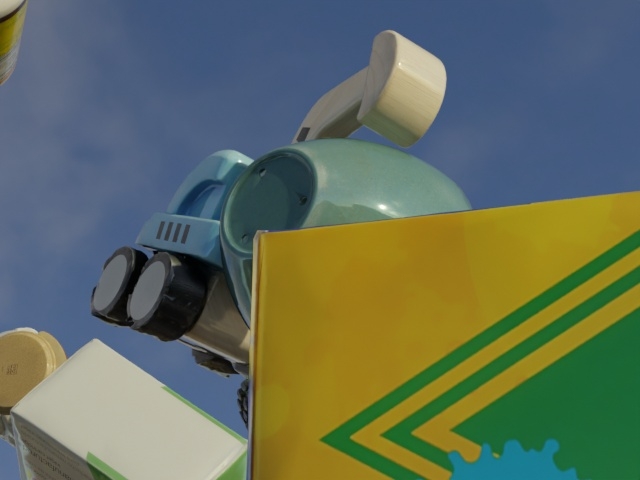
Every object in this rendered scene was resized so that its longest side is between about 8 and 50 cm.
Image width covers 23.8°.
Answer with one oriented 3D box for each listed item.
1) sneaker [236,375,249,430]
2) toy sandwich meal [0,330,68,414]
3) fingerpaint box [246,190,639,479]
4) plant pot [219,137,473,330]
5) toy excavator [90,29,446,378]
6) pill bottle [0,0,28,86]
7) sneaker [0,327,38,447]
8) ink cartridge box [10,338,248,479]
[{"bbox_3d":[0.024,0.208,1.508,0.146,0.134,0.343,-35,-37,-6],"label":"sneaker"},{"bbox_3d":[-0.261,0.116,1.326,0.086,0.085,0.029,-20,-28,7],"label":"toy sandwich meal"},{"bbox_3d":[0.215,0.119,0.629,0.371,0.163,0.445,-7,-22,17],"label":"fingerpaint box"},{"bbox_3d":[0.000,0.000,1.686,0.290,0.290,0.195,-31,-42,23],"label":"plant pot"},{"bbox_3d":[-0.059,-0.049,1.931,0.222,0.445,0.433,27,-9,-27],"label":"toy excavator"},{"bbox_3d":[-0.355,-0.219,1.512,0.117,0.117,0.215,-3,-22,-19],"label":"pill bottle"},{"bbox_3d":[-0.336,0.137,1.507,0.118,0.110,0.292,10,-2,-17],"label":"sneaker"},{"bbox_3d":[-0.139,0.202,1.139,0.093,0.154,0.212,-43,-28,-34],"label":"ink cartridge box"}]
